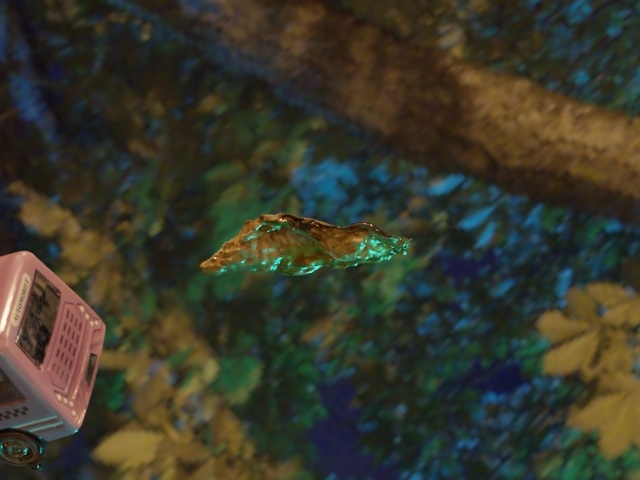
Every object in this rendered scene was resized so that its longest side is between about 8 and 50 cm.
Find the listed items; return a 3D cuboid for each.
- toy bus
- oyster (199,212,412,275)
[{"bbox_3d":[-0.236,0.081,1.181,0.199,0.096,0.108,-15,-47,24],"label":"toy bus"},{"bbox_3d":[0.000,0.000,1.462,0.122,0.146,0.045,-23,-114,44],"label":"oyster"}]
